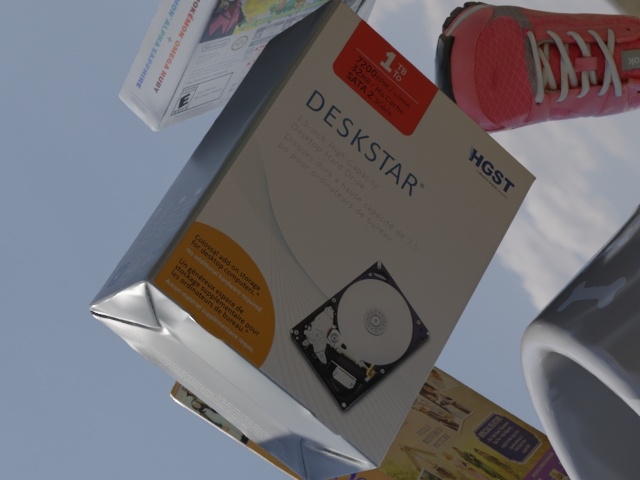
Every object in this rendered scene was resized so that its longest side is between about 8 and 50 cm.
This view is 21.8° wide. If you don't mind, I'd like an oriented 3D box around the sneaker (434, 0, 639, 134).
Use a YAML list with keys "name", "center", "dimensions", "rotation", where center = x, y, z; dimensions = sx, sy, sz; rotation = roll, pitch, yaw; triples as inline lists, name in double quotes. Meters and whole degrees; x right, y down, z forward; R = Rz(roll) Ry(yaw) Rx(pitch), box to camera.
- name: "sneaker"
  center: [0.221, -0.160, 1.436]
  dimensions: [0.314, 0.136, 0.116]
  rotation: [-13, -82, -47]

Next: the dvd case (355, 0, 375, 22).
- name: "dvd case"
  center: [0.032, -0.204, 1.525]
  dimensions: [0.013, 0.087, 0.119]
  rotation: [25, -140, 3]

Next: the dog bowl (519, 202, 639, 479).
- name: "dog bowl"
  center: [0.224, 0.141, 0.803]
  dimensions: [0.349, 0.102, 0.349]
  rotation: [55, 172, 11]

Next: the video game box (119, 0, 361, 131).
- name: "video game box"
  center: [-0.031, -0.180, 1.159]
  dimensions: [0.048, 0.187, 0.205]
  rotation: [45, -142, 15]

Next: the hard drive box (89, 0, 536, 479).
- name: "hard drive box"
  center: [0.000, 0.000, 1.020]
  dimensions: [0.181, 0.232, 0.089]
  rotation: [39, 150, -16]

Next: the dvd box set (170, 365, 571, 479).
- name: "dvd box set"
  center: [0.097, 0.202, 1.584]
  dimensions: [0.420, 0.062, 0.307]
  rotation: [31, -162, 13]
